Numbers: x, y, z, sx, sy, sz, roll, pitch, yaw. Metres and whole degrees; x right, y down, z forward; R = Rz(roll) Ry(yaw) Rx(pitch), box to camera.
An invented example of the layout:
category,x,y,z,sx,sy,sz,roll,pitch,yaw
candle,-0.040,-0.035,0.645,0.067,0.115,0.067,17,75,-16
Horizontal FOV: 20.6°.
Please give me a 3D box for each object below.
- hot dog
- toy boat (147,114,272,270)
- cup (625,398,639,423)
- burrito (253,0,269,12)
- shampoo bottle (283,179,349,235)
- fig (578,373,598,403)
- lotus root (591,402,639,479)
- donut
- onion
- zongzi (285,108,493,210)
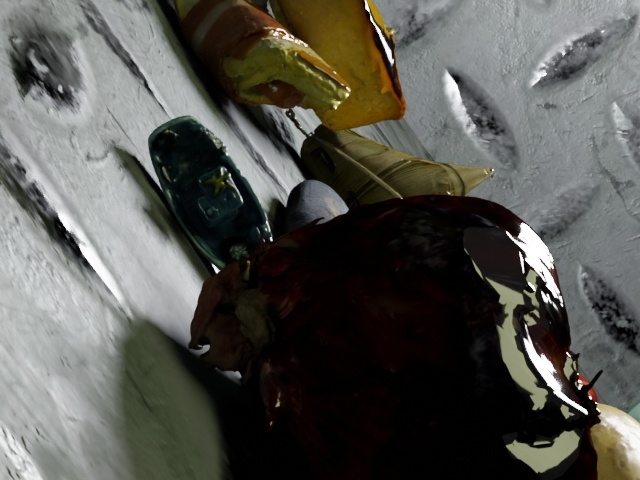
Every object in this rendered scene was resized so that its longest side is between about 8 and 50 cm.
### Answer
category,x,y,z,sx,sy,sz,roll,pitch,yaw
hot dog,-0.078,-0.193,1.800,0.261,0.093,0.123,43,8,38
toy boat,-0.077,-0.027,1.286,0.137,0.060,0.061,62,-10,1
cup,0.618,0.440,2.548,0.401,0.310,0.392,49,16,-26
burrito,-0.130,-0.309,1.929,0.066,0.096,0.309,51,3,34
shampoo bottle,0.000,0.000,1.631,0.087,0.049,0.233,52,9,-10
fig,0.289,0.203,2.232,0.153,0.119,0.119,49,11,-29
lotus root,0.291,0.275,1.792,0.342,0.169,0.151,60,4,34
donut,0.015,-0.239,1.926,0.253,0.118,0.253,161,-90,-88
onion,0.069,0.102,1.127,0.281,0.221,0.281,26,40,-24
zongzi,0.076,-0.101,1.994,0.189,0.178,0.081,58,-3,19
